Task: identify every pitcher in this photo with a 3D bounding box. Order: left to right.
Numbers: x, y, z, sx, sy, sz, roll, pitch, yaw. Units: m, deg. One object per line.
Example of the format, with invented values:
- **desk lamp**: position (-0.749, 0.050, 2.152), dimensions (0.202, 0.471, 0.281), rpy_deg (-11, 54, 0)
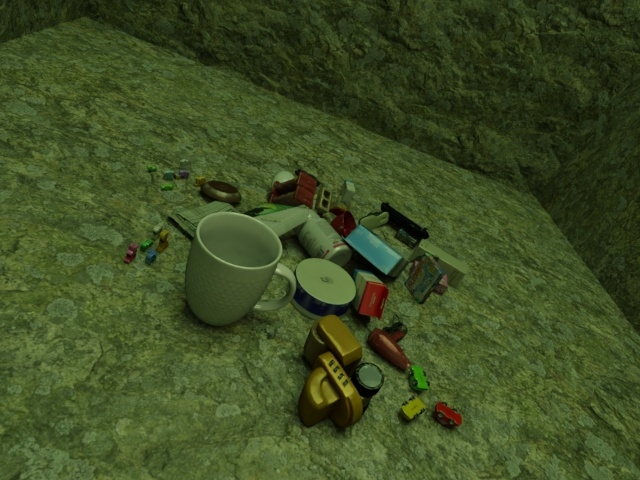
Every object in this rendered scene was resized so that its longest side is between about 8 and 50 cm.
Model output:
- **pitcher**: position (-0.179, -0.252, 2.263), dimensions (0.178, 0.125, 0.207), rpy_deg (37, 40, -20)

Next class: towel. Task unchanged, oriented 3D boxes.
- **towel**: position (-0.430, -0.063, 1.869), dimensions (0.312, 0.056, 0.324), rpy_deg (37, 35, 17)

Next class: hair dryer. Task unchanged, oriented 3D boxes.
- **hair dryer**: position (0.284, 0.378, 1.712), dimensions (0.224, 0.080, 0.293), rpy_deg (12, 36, -19)

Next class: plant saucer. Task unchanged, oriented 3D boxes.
- **plant saucer**: position (-0.465, -0.239, 2.073), dimensions (0.199, 0.036, 0.198), rpy_deg (19, 23, -8)

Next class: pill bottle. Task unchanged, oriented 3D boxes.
- **pill bottle**: position (0.000, 0.000, 1.975), dimensions (0.160, 0.160, 0.283), rpy_deg (-7, 46, -40)

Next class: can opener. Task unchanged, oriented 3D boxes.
- **can opener**: position (-0.073, -0.367, 2.535), dimensions (0.059, 0.073, 0.186), rpy_deg (-20, 45, -38)

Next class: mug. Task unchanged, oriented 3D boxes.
- **mug**: position (-0.264, 0.129, 1.462), dimensions (0.374, 0.328, 0.276), rpy_deg (17, 34, -14)

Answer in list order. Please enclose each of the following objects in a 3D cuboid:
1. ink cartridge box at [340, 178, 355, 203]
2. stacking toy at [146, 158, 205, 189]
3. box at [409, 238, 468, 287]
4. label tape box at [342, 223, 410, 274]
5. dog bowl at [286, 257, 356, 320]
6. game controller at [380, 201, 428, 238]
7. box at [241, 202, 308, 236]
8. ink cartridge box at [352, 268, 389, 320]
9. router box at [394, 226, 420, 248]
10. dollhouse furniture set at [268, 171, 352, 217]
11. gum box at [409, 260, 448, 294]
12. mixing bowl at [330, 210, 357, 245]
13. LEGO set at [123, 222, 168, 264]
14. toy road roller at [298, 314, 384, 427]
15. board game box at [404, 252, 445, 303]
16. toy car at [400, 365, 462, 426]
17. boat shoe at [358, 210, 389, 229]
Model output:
- **ink cartridge box**: position (0.157, -0.285, 2.543), dimensions (0.052, 0.088, 0.122), rpy_deg (16, 34, -16)
- **stacking toy**: position (-0.676, -0.311, 2.052), dimensions (0.221, 0.052, 0.167), rpy_deg (-16, 51, -45)
- **box**: position (0.613, 0.117, 2.273), dimensions (0.275, 0.113, 0.094), rpy_deg (31, 34, 10)
- **label tape box**: position (0.259, 0.045, 1.999), dimensions (0.249, 0.115, 0.348), rpy_deg (40, 5, 20)
- **dog bowl**: position (0.005, 0.194, 1.759), dimensions (0.265, 0.104, 0.265), rpy_deg (18, 33, -12)
- **game controller**: position (0.480, -0.112, 2.495), dimensions (0.319, 0.067, 0.166), rpy_deg (38, 10, 21)
- **box**: position (-0.226, -0.084, 1.866), dimensions (0.232, 0.058, 0.322), rpy_deg (10, 22, 26)
- **ink cartridge box**: position (0.186, 0.213, 1.749), dimensions (0.078, 0.134, 0.231), rpy_deg (12, 9, -15)
- **router box**: position (0.483, -0.015, 2.434), dimensions (0.122, 0.038, 0.092), rpy_deg (35, 34, 15)
- **dollhouse furniture set**: position (-0.044, -0.172, 2.149), dimensions (0.374, 0.201, 0.152), rpy_deg (28, 62, -37)
- **gum box**: position (0.538, 0.187, 2.167), dimensions (0.188, 0.062, 0.107), rpy_deg (24, 33, -3)
- **mixing bowl**: position (0.104, -0.048, 2.137), dimensions (0.098, 0.181, 0.181), rpy_deg (-12, 23, 24)
- **LEGO set**: position (-0.614, 0.003, 1.615), dimensions (0.087, 0.093, 0.227), rpy_deg (25, 33, -1)
- **toy road roller**: position (0.018, 0.422, 1.371), dimensions (0.241, 0.202, 0.329), rpy_deg (-16, 52, -32)
- **board game box**: position (0.476, 0.176, 2.013), dimensions (0.035, 0.201, 0.136), rpy_deg (3, 39, -31)
- **toy car**: position (0.363, 0.551, 1.552), dimensions (0.239, 0.053, 0.225), rpy_deg (15, 34, -18)
- **boat shoe**: position (0.280, -0.115, 2.416), dimensions (0.079, 0.084, 0.233), rpy_deg (24, 29, 39)
